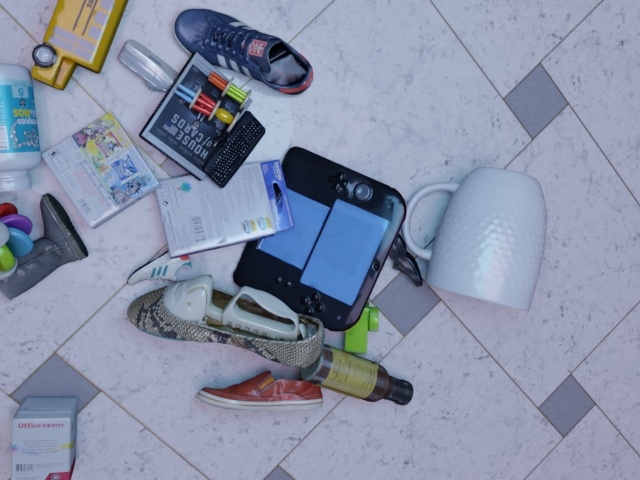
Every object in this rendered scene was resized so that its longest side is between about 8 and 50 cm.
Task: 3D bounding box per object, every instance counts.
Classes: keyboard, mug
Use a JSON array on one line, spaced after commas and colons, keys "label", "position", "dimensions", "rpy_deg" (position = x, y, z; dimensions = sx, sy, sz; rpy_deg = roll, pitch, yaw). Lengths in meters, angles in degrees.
[{"label": "keyboard", "position": [-0.206, -0.224, 1.409], "dimensions": [0.100, 0.038, 0.192], "rpy_deg": [43, 70, -29]}, {"label": "mug", "position": [0.399, -0.024, 1.558], "dimensions": [0.373, 0.276, 0.329], "rpy_deg": [15, 90, 14]}]

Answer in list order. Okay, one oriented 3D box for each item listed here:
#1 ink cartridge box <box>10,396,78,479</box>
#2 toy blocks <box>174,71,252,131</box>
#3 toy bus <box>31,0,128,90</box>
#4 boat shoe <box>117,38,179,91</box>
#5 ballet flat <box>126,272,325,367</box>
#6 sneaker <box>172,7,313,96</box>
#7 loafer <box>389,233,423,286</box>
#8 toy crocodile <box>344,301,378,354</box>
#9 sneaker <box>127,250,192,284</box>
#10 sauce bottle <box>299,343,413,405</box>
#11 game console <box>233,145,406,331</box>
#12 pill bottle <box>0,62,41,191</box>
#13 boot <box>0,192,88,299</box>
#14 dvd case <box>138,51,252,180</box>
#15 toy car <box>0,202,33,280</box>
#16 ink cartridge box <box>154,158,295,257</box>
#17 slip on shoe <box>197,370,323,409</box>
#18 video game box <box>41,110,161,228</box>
[{"label": "ink cartridge box", "position": [-0.655, 0.477, 1.417], "dimensions": [0.128, 0.127, 0.176], "rpy_deg": [4, 98, -15]}, {"label": "toy blocks", "position": [-0.246, -0.336, 1.360], "dimensions": [0.148, 0.054, 0.123], "rpy_deg": [31, 66, -18]}, {"label": "toy bus", "position": [-0.516, -0.487, 1.305], "dimensions": [0.130, 0.108, 0.333], "rpy_deg": [21, 93, -18]}, {"label": "boat shoe", "position": [-0.386, -0.383, 1.383], "dimensions": [0.184, 0.066, 0.063], "rpy_deg": [35, 118, -28]}, {"label": "ballet flat", "position": [-0.216, 0.171, 1.422], "dimensions": [0.482, 0.164, 0.182], "rpy_deg": [16, 132, -4]}, {"label": "sneaker", "position": [-0.170, -0.447, 1.379], "dimensions": [0.349, 0.148, 0.131], "rpy_deg": [18, 94, -16]}, {"label": "loafer", "position": [0.224, 0.059, 1.619], "dimensions": [0.061, 0.062, 0.170], "rpy_deg": [-28, 103, 14]}, {"label": "toy crocodile", "position": [0.095, 0.141, 1.576], "dimensions": [0.115, 0.105, 0.341], "rpy_deg": [-2, 102, 6]}, {"label": "sneaker", "position": [-0.391, 0.079, 1.456], "dimensions": [0.161, 0.057, 0.075], "rpy_deg": [-32, 100, -10]}, {"label": "sauce bottle", "position": [0.104, 0.369, 1.590], "dimensions": [0.344, 0.111, 0.112], "rpy_deg": [27, 92, -31]}, {"label": "game console", "position": [0.000, 0.000, 1.487], "dimensions": [0.341, 0.060, 0.387], "rpy_deg": [25, 92, 4]}, {"label": "pill bottle", "position": [-0.688, -0.240, 1.281], "dimensions": [0.146, 0.146, 0.264], "rpy_deg": [-5, 101, -14]}, {"label": "boot", "position": [-0.673, 0.014, 1.373], "dimensions": [0.208, 0.076, 0.190], "rpy_deg": [-24, 102, -3]}, {"label": "dvd case", "position": [-0.286, -0.287, 1.388], "dimensions": [0.179, 0.029, 0.239], "rpy_deg": [37, 73, -32]}, {"label": "toy car", "position": [-0.696, -0.017, 1.281], "dimensions": [0.182, 0.159, 0.136], "rpy_deg": [40, 51, 19]}, {"label": "ink cartridge box", "position": [-0.231, -0.079, 1.447], "dimensions": [0.310, 0.065, 0.186], "rpy_deg": [-13, 85, -10]}, {"label": "slip on shoe", "position": [-0.154, 0.391, 1.550], "dimensions": [0.330, 0.123, 0.102], "rpy_deg": [2, 77, -15]}, {"label": "video game box", "position": [-0.502, -0.161, 1.368], "dimensions": [0.187, 0.048, 0.205], "rpy_deg": [-34, 89, -5]}]
